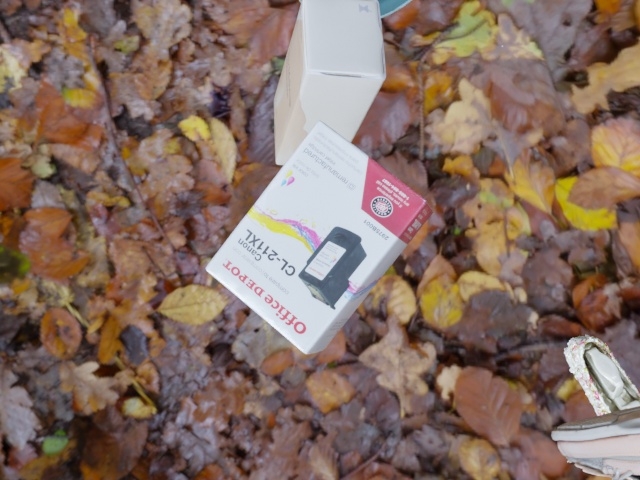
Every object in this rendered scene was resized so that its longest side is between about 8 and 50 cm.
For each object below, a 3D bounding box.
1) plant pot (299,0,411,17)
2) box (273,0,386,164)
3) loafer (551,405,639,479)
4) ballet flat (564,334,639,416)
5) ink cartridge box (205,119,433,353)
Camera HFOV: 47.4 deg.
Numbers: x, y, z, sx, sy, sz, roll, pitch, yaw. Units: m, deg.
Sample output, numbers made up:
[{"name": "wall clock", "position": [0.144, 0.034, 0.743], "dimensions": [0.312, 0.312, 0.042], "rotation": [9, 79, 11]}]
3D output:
[{"name": "plant pot", "position": [0.060, -0.571, 1.310], "dimensions": [0.293, 0.293, 0.196], "rotation": [-32, 54, 19]}, {"name": "box", "position": [0.005, -0.249, 1.203], "dimensions": [0.121, 0.311, 0.148], "rotation": [1, 69, -12]}, {"name": "loafer", "position": [0.133, 0.083, 0.282], "dimensions": [0.045, 0.125, 0.039], "rotation": [-10, 73, -19]}, {"name": "ballet flat", "position": [0.496, 0.263, 1.221], "dimensions": [0.091, 0.077, 0.241], "rotation": [-31, 70, -11]}, {"name": "ink cartridge box", "position": [0.000, 0.000, 0.678], "dimensions": [0.127, 0.072, 0.175], "rotation": [38, 94, 12]}]
